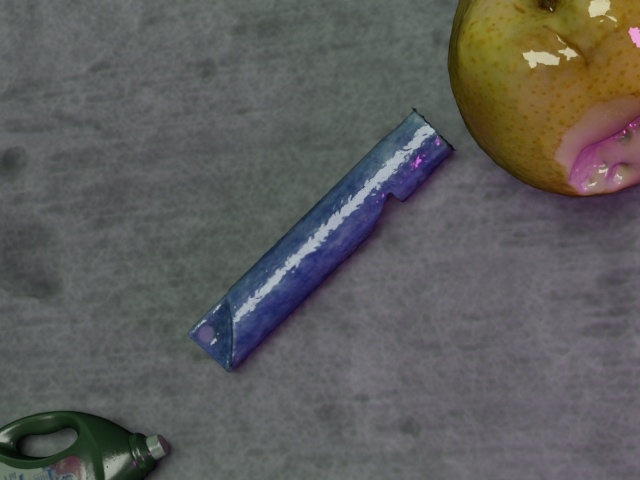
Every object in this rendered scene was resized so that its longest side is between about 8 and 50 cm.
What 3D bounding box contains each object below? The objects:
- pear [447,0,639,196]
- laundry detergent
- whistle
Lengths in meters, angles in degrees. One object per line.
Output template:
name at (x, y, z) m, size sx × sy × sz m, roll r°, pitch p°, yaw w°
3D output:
pear at (0.231, -0.166, 1.389) m, size 0.271 × 0.271 × 0.271 m, roll -4°, pitch 77°, yaw 17°
laundry detergent at (-0.247, 0.224, 1.554) m, size 0.211 × 0.063 × 0.137 m, roll -25°, pitch 66°, yaw 11°
whistle at (0.000, 0.000, 1.525) m, size 0.304 × 0.062 × 0.062 m, roll -45°, pitch 70°, yaw 4°
